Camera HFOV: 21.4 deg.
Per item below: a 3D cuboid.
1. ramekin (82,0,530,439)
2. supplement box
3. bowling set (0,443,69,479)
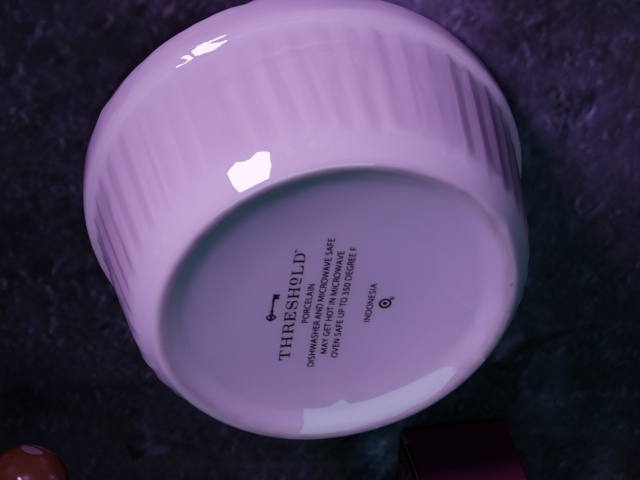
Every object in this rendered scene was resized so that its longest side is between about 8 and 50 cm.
[{"bbox_3d":[0.000,0.000,1.000,0.273,0.127,0.273,-7,131,-8],"label":"ramekin"},{"bbox_3d":[0.102,0.235,1.236,0.081,0.104,0.188,-5,130,-10],"label":"supplement box"},{"bbox_3d":[-0.262,0.187,1.110,0.200,0.154,0.287,-32,130,-10],"label":"bowling set"}]
